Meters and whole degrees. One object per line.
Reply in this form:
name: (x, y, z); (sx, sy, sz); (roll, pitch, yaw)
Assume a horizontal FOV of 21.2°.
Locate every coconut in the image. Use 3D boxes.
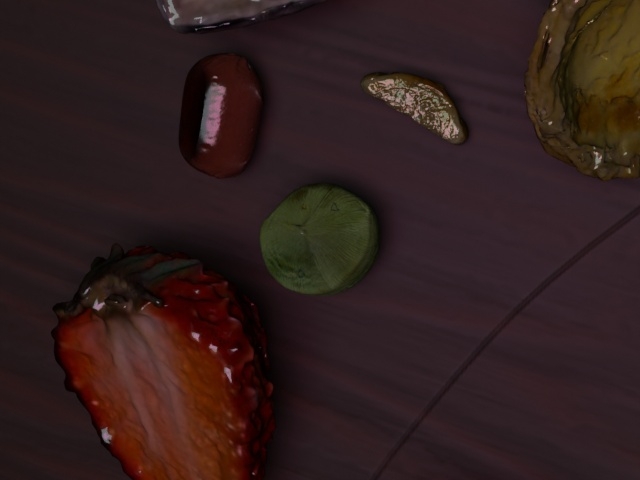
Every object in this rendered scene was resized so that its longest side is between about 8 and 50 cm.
coconut: (0.000, 0.000, 1.256); (0.088, 0.096, 0.088); (-3, 78, 15)

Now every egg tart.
egg tart: (0.221, -0.140, 1.174); (0.212, 0.212, 0.090); (-46, 46, 11)

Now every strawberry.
strawberry: (-0.092, 0.106, 1.282); (0.190, 0.111, 0.236); (3, 121, 38)

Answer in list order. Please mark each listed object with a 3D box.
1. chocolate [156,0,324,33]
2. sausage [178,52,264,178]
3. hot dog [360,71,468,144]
chocolate: (-0.070, -0.306, 1.239); (0.185, 0.100, 0.303); (-19, 94, 1)
sausage: (-0.074, -0.094, 1.280); (0.054, 0.059, 0.094); (4, 98, -33)
hot dog: (0.074, -0.105, 1.264); (0.090, 0.030, 0.034); (32, 99, 6)
